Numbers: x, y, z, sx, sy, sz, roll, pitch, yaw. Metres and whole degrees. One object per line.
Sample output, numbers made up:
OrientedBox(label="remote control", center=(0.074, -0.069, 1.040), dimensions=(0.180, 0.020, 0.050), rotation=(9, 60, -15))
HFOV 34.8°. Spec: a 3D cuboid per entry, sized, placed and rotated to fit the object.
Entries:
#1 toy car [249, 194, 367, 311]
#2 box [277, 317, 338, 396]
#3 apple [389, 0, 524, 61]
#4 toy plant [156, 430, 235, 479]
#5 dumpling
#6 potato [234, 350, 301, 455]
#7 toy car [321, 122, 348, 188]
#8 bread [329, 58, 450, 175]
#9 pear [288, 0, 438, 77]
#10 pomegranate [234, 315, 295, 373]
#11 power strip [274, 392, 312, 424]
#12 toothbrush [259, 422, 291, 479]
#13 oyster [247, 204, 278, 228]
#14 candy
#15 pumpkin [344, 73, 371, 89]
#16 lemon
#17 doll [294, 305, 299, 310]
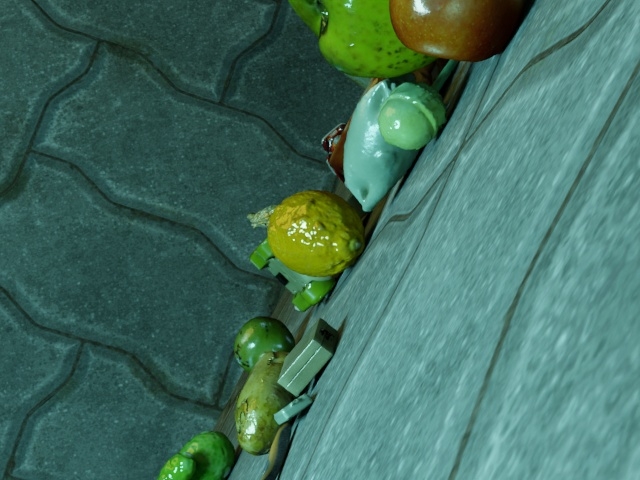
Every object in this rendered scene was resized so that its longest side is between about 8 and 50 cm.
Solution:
OrientedBox(label="toy car", center=(0.000, 0.000, 1.832), dimensions=(0.235, 0.145, 0.235), rotation=(-45, 0, 0))
OrientedBox(label="box", center=(-0.014, 0.149, 1.325), dimensions=(0.083, 0.035, 0.079), rotation=(-50, 6, 18))
OrientedBox(label="apple", center=(0.160, -0.279, 1.205), dimensions=(0.163, 0.163, 0.139), rotation=(-67, -4, -63))
OrientedBox(label="toy plant", center=(-0.278, 0.478, 1.864), dimensions=(0.316, 0.184, 0.224), rotation=(-52, -17, -9))
OrientedBox(label="dumpling", center=(0.112, -0.147, 1.529), dimensions=(0.105, 0.149, 0.216), rotation=(44, 126, 56))
OrientedBox(label="potato", center=(-0.071, 0.218, 1.379), dimensions=(0.107, 0.080, 0.170), rotation=(-44, 12, 36))
OrientedBox(label="toy car", center=(0.072, -0.170, 2.124), dimensions=(0.112, 0.139, 0.112), rotation=(-40, 26, 7))
OrientedBox(label="bread", center=(0.128, -0.237, 1.754), dimensions=(0.327, 0.114, 0.295), rotation=(-63, 3, -39))
OrientedBox(label="pear", center=(0.102, -0.367, 1.354), dimensions=(0.318, 0.342, 0.238), rotation=(-58, 34, -1))
OrientedBox(label="pomegranate", center=(-0.098, 0.203, 1.860), dimensions=(0.114, 0.114, 0.142), rotation=(-61, 27, 16))
OrientedBox(label="power strip", center=(-0.035, 0.210, 1.270), dimensions=(0.040, 0.016, 0.090), rotation=(-34, -6, -16))
OrientedBox(label="toothbrush", center=(-0.075, 0.299, 1.136), dimensions=(0.023, 0.031, 0.321), rotation=(-58, 4, 28))
OrientedBox(label="oyster", center=(-0.063, -0.045, 1.824), dimensions=(0.146, 0.122, 0.045), rotation=(146, 116, -77))
OrientedBox(label="candy", center=(0.186, -0.253, 1.461), dimensions=(0.335, 0.092, 0.093), rotation=(-54, -22, -31))
OrientedBox(label="pumpkin", center=(0.181, -0.453, 2.147), dimensions=(0.332, 0.199, 0.332), rotation=(-59, 4, 7))
OrientedBox(label="lemon", center=(-0.003, -0.011, 1.633), dimensions=(0.187, 0.142, 0.142), rotation=(15, 72, 44))
OrientedBox(label="doll", center=(-0.012, 0.024, 2.150), dimensions=(0.183, 0.085, 0.217), rotation=(-67, -4, -71))
